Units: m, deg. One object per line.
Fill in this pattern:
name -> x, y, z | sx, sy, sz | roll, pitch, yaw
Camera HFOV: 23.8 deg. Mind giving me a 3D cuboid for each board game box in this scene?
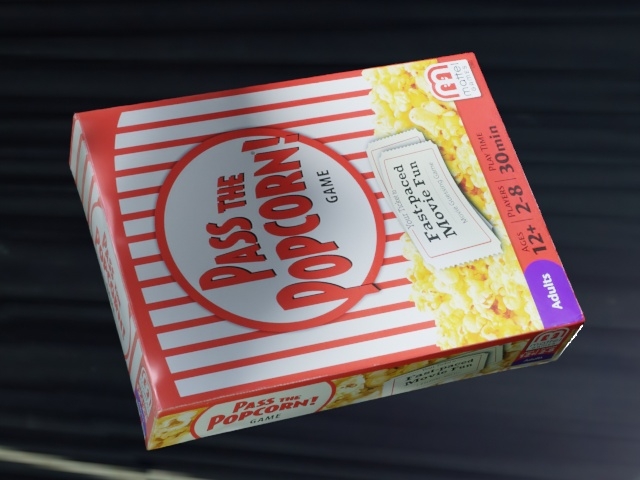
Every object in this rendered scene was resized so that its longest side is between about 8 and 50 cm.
board game box -> 0.000, 0.000, 0.674 | 0.045, 0.193, 0.147 | 111, -36, -59
